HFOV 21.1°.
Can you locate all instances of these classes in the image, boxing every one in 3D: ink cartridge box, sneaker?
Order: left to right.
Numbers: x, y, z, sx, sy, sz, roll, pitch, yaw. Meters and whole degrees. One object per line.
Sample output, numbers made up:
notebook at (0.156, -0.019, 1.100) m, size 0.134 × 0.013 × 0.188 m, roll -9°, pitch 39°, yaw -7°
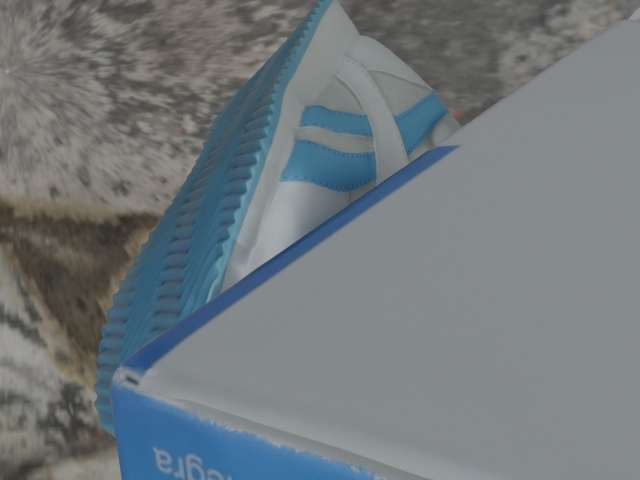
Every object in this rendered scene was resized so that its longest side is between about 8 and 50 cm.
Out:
sneaker at (0.000, 0.000, 0.556) m, size 0.092 × 0.229 × 0.087 m, roll 39°, pitch 124°, yaw -10°
ink cartridge box at (0.102, 0.166, 0.540) m, size 0.285 × 0.166 × 0.395 m, roll -35°, pitch 129°, yaw -47°

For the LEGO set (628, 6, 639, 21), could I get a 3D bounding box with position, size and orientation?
LEGO set at (0.152, 0.003, 0.788) m, size 0.060 × 0.244 × 0.182 m, roll -30°, pitch 81°, yaw -33°
